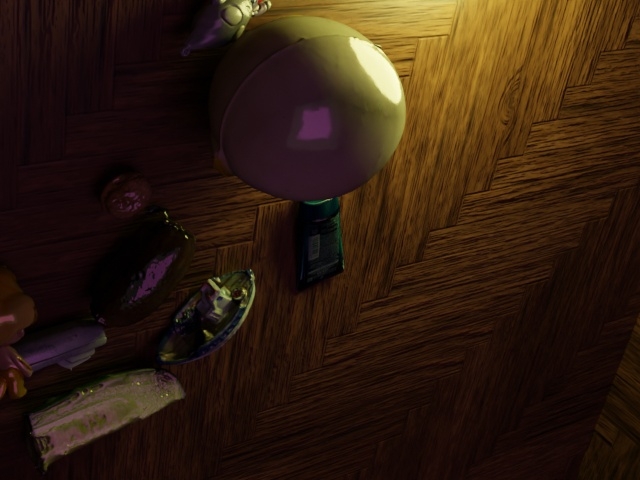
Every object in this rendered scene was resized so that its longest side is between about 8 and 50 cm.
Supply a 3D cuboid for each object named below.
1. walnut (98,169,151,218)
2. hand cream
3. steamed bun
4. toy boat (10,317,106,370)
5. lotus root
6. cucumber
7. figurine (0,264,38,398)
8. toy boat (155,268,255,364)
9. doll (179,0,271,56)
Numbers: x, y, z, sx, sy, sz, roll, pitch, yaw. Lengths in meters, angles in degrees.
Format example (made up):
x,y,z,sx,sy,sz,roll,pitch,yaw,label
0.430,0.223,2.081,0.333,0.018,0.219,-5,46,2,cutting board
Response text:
x,y,z,sx,sy,sz,roll,pitch,yaw,label
-0.348,-0.081,1.854,0.096,0.079,0.082,-37,136,-11,walnut
0.000,0.000,2.226,0.120,0.061,0.270,-25,139,-21,hand cream
-0.023,-0.230,1.839,0.374,0.334,0.334,9,114,-44,steamed bun
-0.526,0.216,1.934,0.260,0.078,0.085,-18,116,-30,toy boat
-0.330,0.060,1.944,0.241,0.124,0.123,-50,128,2,lotus root
-0.437,0.334,2.086,0.325,0.105,0.145,-22,106,-25,cucumber
-0.563,0.160,1.806,0.156,0.131,0.246,-4,106,13,figurine
-0.235,0.153,2.094,0.262,0.114,0.115,-50,151,8,toy boat
-0.159,-0.388,1.785,0.227,0.075,0.102,-44,149,-22,doll
